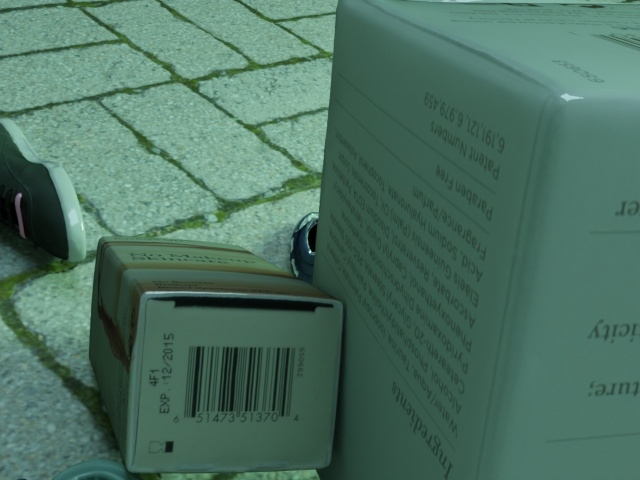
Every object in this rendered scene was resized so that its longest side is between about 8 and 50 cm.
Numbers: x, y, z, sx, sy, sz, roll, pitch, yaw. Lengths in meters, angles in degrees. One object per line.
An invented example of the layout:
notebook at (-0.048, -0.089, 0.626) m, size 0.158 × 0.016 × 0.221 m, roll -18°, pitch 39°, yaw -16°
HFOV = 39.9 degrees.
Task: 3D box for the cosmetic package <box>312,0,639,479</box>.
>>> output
cosmetic package at (0.190, 0.052, 0.609) m, size 0.330 × 0.393 × 0.327 m, roll -1°, pitch 23°, yaw -17°

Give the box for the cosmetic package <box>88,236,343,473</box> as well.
cosmetic package at (-0.103, 0.079, 0.732) m, size 0.153 × 0.129 × 0.296 m, roll 3°, pitch 6°, yaw -21°

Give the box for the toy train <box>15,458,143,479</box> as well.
toy train at (-0.108, 0.282, 0.551) m, size 0.334 × 0.142 × 0.190 m, roll 27°, pitch 47°, yaw 16°

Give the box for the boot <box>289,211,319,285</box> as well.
boot at (0.000, 0.000, 1.040) m, size 0.069 × 0.086 × 0.190 m, roll 10°, pitch 33°, yaw -5°

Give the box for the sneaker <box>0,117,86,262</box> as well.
sneaker at (-0.368, -0.045, 0.970) m, size 0.147 × 0.104 × 0.296 m, roll -15°, pitch 37°, yaw -34°
